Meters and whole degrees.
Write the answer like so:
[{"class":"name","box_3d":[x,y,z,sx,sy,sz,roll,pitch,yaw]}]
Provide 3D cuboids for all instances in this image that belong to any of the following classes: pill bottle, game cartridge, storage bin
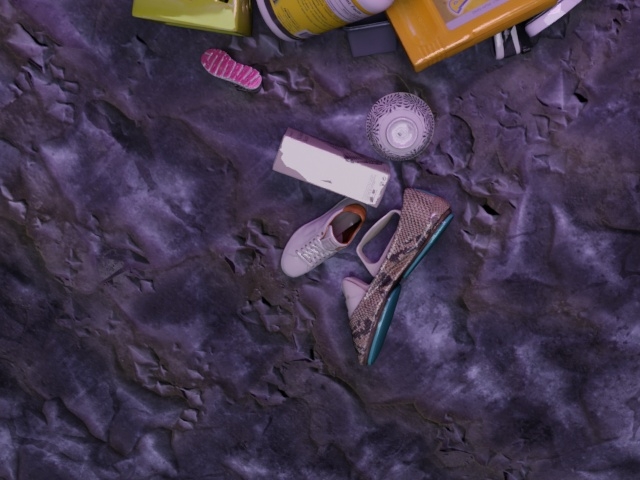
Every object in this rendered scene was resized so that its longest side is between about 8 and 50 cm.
[{"class":"pill bottle","box_3d":[0.040,-0.544,1.340,0.333,0.188,0.188,-6,114,38]},{"class":"game cartridge","box_3d":[0.288,-0.546,1.376,0.323,0.053,0.286,-25,73,5]},{"class":"storage bin","box_3d":[0.116,-0.482,1.488,0.135,0.098,0.091,-7,138,5]}]

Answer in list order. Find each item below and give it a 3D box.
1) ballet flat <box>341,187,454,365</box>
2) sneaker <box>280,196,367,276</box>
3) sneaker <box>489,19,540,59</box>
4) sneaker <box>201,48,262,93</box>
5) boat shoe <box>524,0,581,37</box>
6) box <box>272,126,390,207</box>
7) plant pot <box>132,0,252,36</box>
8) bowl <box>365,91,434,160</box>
[{"class":"ballet flat","box_3d":[0.163,0.083,1.680,0.182,0.164,0.483,30,105,15]},{"class":"sneaker","box_3d":[0.000,0.000,1.657,0.106,0.123,0.290,41,109,-14]},{"class":"sneaker","box_3d":[0.438,-0.527,1.460,0.121,0.079,0.217,-12,118,3]},{"class":"sneaker","box_3d":[-0.207,-0.396,1.546,0.170,0.075,0.063,28,84,14]},{"class":"boat shoe","box_3d":[0.537,-0.569,1.376,0.306,0.113,0.105,-43,95,12]},{"class":"box","box_3d":[0.028,-0.180,1.591,0.274,0.113,0.094,20,110,-6]},{"class":"plant pot","box_3d":[-0.259,-0.564,1.403,0.226,0.228,0.207,8,104,0]},{"class":"bowl","box_3d":[0.194,-0.265,1.566,0.169,0.080,0.170,1,112,2]}]
